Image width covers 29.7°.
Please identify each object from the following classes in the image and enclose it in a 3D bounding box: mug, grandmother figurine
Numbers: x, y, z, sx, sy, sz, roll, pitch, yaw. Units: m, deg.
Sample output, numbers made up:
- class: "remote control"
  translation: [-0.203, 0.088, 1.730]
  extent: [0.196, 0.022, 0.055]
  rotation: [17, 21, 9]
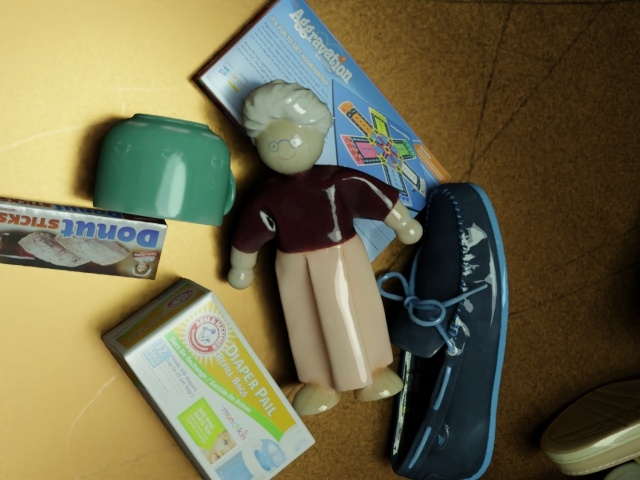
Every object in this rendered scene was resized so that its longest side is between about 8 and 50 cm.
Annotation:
- class: "mug"
  translation: [-0.152, -0.072, 1.197]
  extent: [0.129, 0.158, 0.097]
  rotation: [9, 92, 1]
- class: "grandmother figurine"
  translation: [0.000, 0.000, 1.241]
  extent: [0.208, 0.104, 0.342]
  rotation: [-16, 103, -3]

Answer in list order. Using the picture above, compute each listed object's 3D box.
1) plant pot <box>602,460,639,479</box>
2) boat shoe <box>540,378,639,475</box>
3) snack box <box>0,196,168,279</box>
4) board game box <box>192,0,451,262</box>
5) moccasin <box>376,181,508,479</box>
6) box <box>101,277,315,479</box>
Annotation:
- class: "plant pot"
  translation: [0.447, 0.463, 1.422]
  extent: [0.323, 0.323, 0.280]
  rotation: [5, 110, -23]
- class: "boat shoe"
  translation: [0.422, 0.224, 1.461]
  extent: [0.341, 0.121, 0.110]
  rotation: [-18, 104, -22]
- class: "snack box"
  translation: [-0.246, -0.001, 1.203]
  extent: [0.178, 0.022, 0.064]
  rotation: [7, 111, -23]
- class: "board game box"
  translation: [0.007, -0.120, 1.302]
  extent: [0.145, 0.027, 0.281]
  rotation: [-45, 110, -10]
- class: "moccasin"
  translation: [0.132, 0.108, 1.322]
  extent: [0.117, 0.138, 0.342]
  rotation: [-3, 96, -18]
- class: "box"
  translation: [-0.116, 0.153, 1.239]
  extent: [0.114, 0.103, 0.203]
  rotation: [-38, 109, -14]
